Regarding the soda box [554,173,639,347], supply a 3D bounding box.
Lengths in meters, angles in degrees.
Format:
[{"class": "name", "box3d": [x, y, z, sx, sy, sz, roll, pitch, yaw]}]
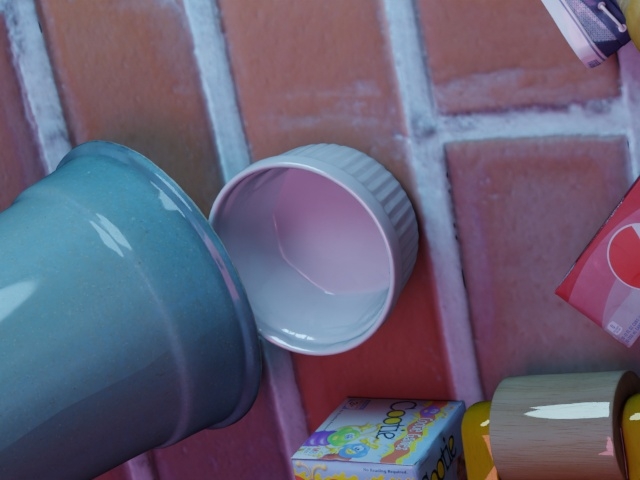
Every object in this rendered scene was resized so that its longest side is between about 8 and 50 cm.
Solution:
[{"class": "soda box", "box3d": [0.323, -0.032, 1.352, 0.092, 0.083, 0.263, 37, 124, 8]}]

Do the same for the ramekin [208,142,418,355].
[{"class": "ramekin", "box3d": [0.000, 0.000, 1.515, 0.207, 0.109, 0.207, 10, 116, 22]}]

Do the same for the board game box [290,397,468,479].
[{"class": "board game box", "box3d": [0.083, 0.321, 1.594, 0.142, 0.144, 0.275, -1, 111, 28]}]

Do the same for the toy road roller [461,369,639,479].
[{"class": "toy road roller", "box3d": [0.226, 0.297, 1.414, 0.202, 0.240, 0.329, -7, 91, 31]}]

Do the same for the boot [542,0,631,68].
[{"class": "boot", "box3d": [0.220, -0.252, 1.327, 0.086, 0.069, 0.190, -34, 94, 17]}]

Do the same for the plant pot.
[{"class": "plant pot", "box3d": [-0.295, 0.118, 1.520, 0.341, 0.334, 0.341, 29, 134, 35]}]

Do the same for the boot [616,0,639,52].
[{"class": "boot", "box3d": [0.365, -0.240, 1.184, 0.295, 0.104, 0.211, -44, 67, 31]}]
